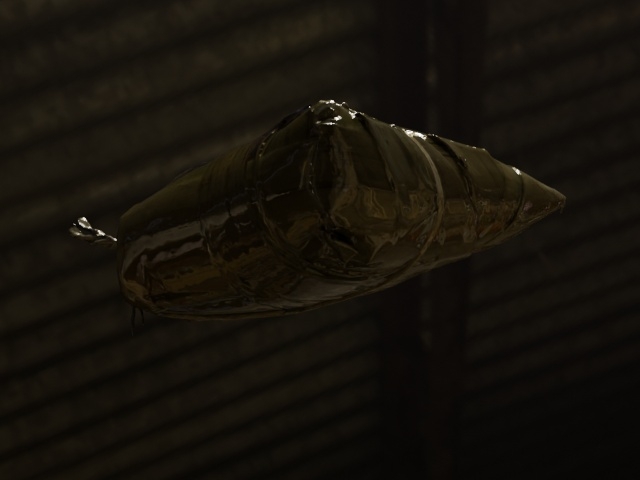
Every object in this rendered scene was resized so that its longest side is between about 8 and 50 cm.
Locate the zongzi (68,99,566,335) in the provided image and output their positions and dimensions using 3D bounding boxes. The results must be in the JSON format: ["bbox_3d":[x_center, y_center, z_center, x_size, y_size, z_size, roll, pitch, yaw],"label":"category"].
[{"bbox_3d":[0.000,0.000,0.861,0.189,0.081,0.178,-22,-19,40],"label":"zongzi"}]
